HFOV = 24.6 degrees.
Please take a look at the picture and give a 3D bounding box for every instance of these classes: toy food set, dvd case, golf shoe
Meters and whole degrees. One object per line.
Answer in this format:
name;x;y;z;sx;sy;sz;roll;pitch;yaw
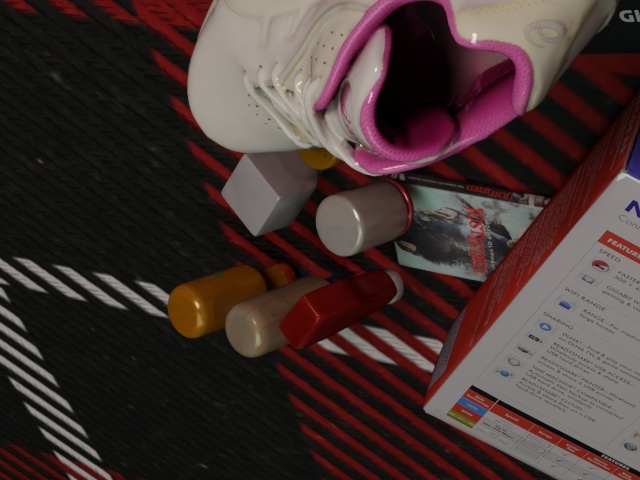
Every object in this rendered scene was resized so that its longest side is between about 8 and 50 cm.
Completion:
toy food set;0.000;0.000;0.984;0.111;0.104;0.232;50;132;19
dvd case;0.101;-0.005;0.962;0.119;0.013;0.087;11;142;22
golf shoe;0.016;-0.088;0.688;0.115;0.140;0.306;41;146;-20

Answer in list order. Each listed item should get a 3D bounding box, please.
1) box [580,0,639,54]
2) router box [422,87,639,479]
box;0.046;-0.215;0.684;0.295;0.073;0.293;3;137;33
router box;0.269;0.086;0.885;0.335;0.082;0.301;28;145;-2
